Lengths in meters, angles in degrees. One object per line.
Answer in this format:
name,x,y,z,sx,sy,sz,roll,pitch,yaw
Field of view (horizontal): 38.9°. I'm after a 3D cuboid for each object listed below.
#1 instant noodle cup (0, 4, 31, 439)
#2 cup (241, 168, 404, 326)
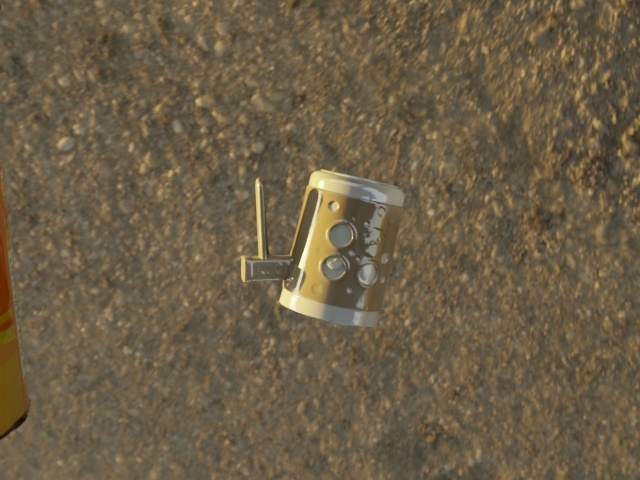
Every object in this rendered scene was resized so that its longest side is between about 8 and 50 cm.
instant noodle cup,-0.230,0.008,0.377,0.230,0.230,0.182,-8,100,21
cup,0.003,0.000,0.643,0.102,0.074,0.099,14,94,13
